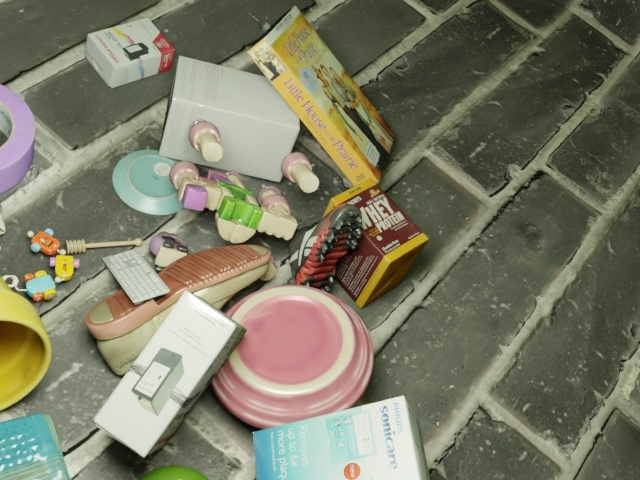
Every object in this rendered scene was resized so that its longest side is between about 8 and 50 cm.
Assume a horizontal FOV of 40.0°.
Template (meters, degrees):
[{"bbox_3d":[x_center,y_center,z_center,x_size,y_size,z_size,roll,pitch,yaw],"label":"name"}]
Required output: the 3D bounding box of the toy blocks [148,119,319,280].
[{"bbox_3d":[-0.204,-0.091,1.929,0.289,0.308,0.260,17,17,-24],"label":"toy blocks"}]

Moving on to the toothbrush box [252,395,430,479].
[{"bbox_3d":[0.043,0.429,1.574,0.296,0.126,0.216,-14,55,11],"label":"toothbrush box"}]

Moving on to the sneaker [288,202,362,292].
[{"bbox_3d":[0.000,0.000,1.871,0.098,0.276,0.135,-6,54,-30],"label":"sneaker"}]

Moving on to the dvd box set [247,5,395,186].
[{"bbox_3d":[0.016,-0.343,2.098,0.420,0.062,0.307,51,27,-14],"label":"dvd box set"}]

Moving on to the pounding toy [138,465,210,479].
[{"bbox_3d":[-0.226,0.483,1.530,0.237,0.110,0.183,39,51,9],"label":"pounding toy"}]

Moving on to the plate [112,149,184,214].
[{"bbox_3d":[-0.374,-0.139,1.988,0.188,0.024,0.188,10,52,-13],"label":"plate"}]

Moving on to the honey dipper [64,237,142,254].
[{"bbox_3d":[-0.453,0.007,1.847,0.161,0.030,0.030,-6,58,-28],"label":"honey dipper"}]

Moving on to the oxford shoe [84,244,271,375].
[{"bbox_3d":[-0.267,0.128,1.755,0.397,0.146,0.140,-25,27,-22],"label":"oxford shoe"}]

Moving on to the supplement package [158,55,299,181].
[{"bbox_3d":[-0.210,-0.280,2.048,0.293,0.175,0.177,12,43,-13],"label":"supplement package"}]

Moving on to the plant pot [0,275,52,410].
[{"bbox_3d":[-0.632,0.147,1.547,0.254,0.254,0.239,-12,46,-28],"label":"plant pot"}]

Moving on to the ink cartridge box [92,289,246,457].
[{"bbox_3d":[-0.262,0.236,1.570,0.115,0.198,0.272,35,84,5],"label":"ink cartridge box"}]

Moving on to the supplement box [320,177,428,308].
[{"bbox_3d":[0.102,0.006,1.958,0.129,0.191,0.194,-29,69,-35],"label":"supplement box"}]

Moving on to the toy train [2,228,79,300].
[{"bbox_3d":[-0.558,0.057,1.759,0.125,0.046,0.166,25,47,-1],"label":"toy train"}]

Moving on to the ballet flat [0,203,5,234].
[{"bbox_3d":[-0.669,-0.011,1.761,0.068,0.072,0.213,33,45,-33],"label":"ballet flat"}]

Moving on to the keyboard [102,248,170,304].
[{"bbox_3d":[-0.368,0.067,1.742,0.072,0.014,0.256,-23,27,-19],"label":"keyboard"}]

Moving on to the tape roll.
[{"bbox_3d":[-0.749,-0.220,1.859,0.275,0.090,0.274,11,53,-14],"label":"tape roll"}]

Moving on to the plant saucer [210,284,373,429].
[{"bbox_3d":[-0.059,0.213,1.728,0.332,0.084,0.332,0,52,-1],"label":"plant saucer"}]

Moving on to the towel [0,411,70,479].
[{"bbox_3d":[-0.598,0.451,1.457,0.370,0.040,0.271,-13,60,-27],"label":"towel"}]

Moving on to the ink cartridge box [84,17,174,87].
[{"bbox_3d":[-0.469,-0.462,2.157,0.175,0.072,0.127,-28,69,-35],"label":"ink cartridge box"}]
